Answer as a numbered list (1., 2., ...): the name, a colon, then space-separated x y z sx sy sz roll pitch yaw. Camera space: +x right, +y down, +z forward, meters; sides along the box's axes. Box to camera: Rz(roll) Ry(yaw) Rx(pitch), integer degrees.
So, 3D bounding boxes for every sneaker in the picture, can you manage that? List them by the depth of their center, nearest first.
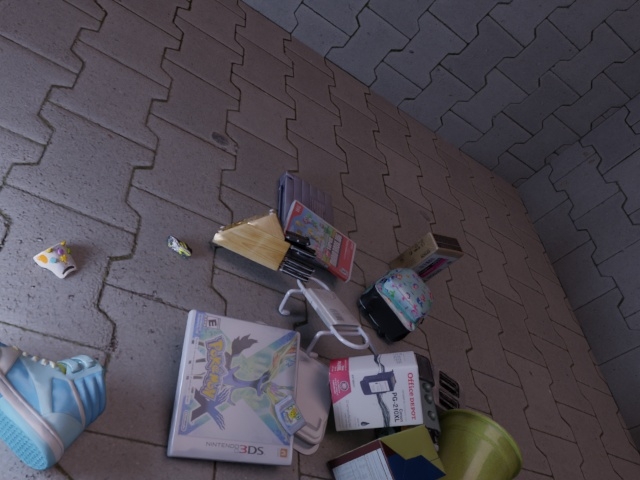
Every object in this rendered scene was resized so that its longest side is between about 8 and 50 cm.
1. sneaker: -0.547 0.251 1.037 0.319 0.127 0.208 56 36 -4
2. sneaker: -0.397 0.016 1.524 0.083 0.031 0.035 46 20 -9

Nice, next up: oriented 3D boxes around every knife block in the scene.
1. knife block: -0.158 0.039 1.638 0.088 0.276 0.242 -108 179 -78

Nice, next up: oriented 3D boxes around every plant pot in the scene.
1. plant pot: 0.403 0.677 1.546 0.276 0.276 0.254 48 46 2

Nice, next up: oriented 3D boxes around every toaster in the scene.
1. toaster: 0.387 0.530 1.778 0.186 0.110 0.168 37 36 -14

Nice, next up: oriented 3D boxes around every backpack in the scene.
1. backpack: 0.289 0.214 1.938 0.225 0.191 0.253 52 29 8

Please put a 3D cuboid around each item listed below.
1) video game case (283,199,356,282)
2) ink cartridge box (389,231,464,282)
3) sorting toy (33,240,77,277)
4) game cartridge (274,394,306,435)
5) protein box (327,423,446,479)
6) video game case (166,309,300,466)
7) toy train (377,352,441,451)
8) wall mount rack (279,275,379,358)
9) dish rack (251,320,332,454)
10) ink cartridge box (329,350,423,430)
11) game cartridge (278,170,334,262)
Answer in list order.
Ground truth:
1. video game case: 0.000 0.000 1.873 0.285 0.025 0.204 36 36 -16
2. ink cartridge box: 0.428 0.074 2.176 0.193 0.235 0.088 10 49 -41
3. sorting toy: -0.606 0.047 1.261 0.075 0.045 0.083 61 32 -13
4. game cartridge: -0.074 0.424 1.304 0.056 0.017 0.083 -28 87 -35
5. protein box: 0.170 0.589 1.394 0.200 0.201 0.136 5 56 -44
6. video game case: -0.192 0.352 1.286 0.300 0.036 0.328 17 60 -28
7. toy train: 0.258 0.495 1.601 0.142 0.190 0.333 27 39 -26
8. wall mount rack: 0.050 0.254 1.628 0.304 0.130 0.350 11 25 -36
9. dish rack: -0.096 0.377 1.447 0.333 0.072 0.285 38 34 -15
10. ink cartridge box: 0.151 0.407 1.462 0.100 0.237 0.171 -73 156 -79
11. game cartridge: -0.051 -0.078 1.969 0.230 0.068 0.355 31 37 -29
